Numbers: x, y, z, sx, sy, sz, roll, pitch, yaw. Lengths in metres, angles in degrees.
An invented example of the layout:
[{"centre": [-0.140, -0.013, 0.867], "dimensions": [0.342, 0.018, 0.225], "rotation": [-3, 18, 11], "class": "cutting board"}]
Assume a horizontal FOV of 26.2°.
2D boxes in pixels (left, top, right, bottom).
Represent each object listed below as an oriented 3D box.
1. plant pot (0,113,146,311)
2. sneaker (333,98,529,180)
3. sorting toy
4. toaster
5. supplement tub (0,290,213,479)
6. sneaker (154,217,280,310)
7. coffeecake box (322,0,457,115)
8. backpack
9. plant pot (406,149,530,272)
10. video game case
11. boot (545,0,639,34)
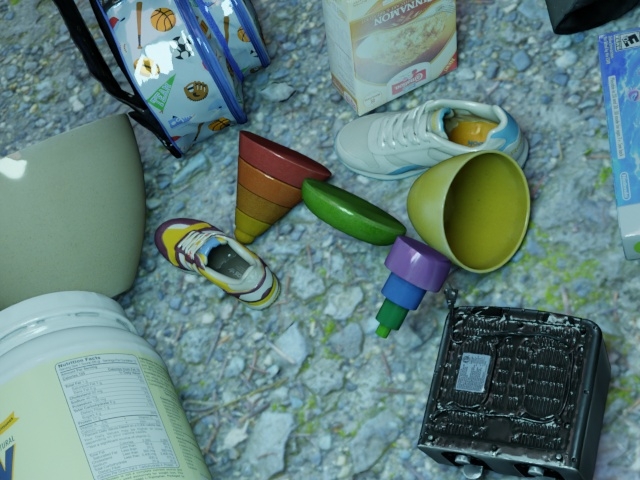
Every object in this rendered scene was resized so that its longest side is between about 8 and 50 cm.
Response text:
[{"centre": [-0.319, -0.005, 1.608], "dimensions": [0.284, 0.284, 0.191], "rotation": [-23, 94, 8], "class": "plant pot"}, {"centre": [0.120, -0.124, 1.585], "dimensions": [0.228, 0.092, 0.087], "rotation": [-1, 65, 21], "class": "sneaker"}, {"centre": [0.000, 0.000, 1.542], "dimensions": [0.365, 0.127, 0.126], "rotation": [38, 105, 46], "class": "sorting toy"}, {"centre": [0.200, 0.153, 1.400], "dimensions": [0.168, 0.110, 0.186], "rotation": [5, 66, 22], "class": "toaster"}, {"centre": [-0.245, 0.239, 1.445], "dimensions": [0.235, 0.235, 0.325], "rotation": [-30, 57, 3], "class": "supplement tub"}, {"centre": [-0.130, 0.012, 1.610], "dimensions": [0.185, 0.084, 0.070], "rotation": [26, 75, 29], "class": "sneaker"}, {"centre": [0.082, -0.254, 1.594], "dimensions": [0.142, 0.185, 0.068], "rotation": [-28, 55, -14], "class": "coffeecake box"}, {"centre": [-0.177, -0.247, 1.678], "dimensions": [0.213, 0.276, 0.263], "rotation": [-21, 71, 9], "class": "backpack"}, {"centre": [0.152, -0.037, 1.520], "dimensions": [0.095, 0.134, 0.134], "rotation": [12, 66, 52], "class": "plant pot"}, {"centre": [0.436, -0.125, 1.489], "dimensions": [0.244, 0.061, 0.270], "rotation": [-8, 61, 15], "class": "video game case"}, {"centre": [0.252, -0.452, 1.662], "dimensions": [0.146, 0.367, 0.445], "rotation": [-15, 78, -28], "class": "boot"}]
